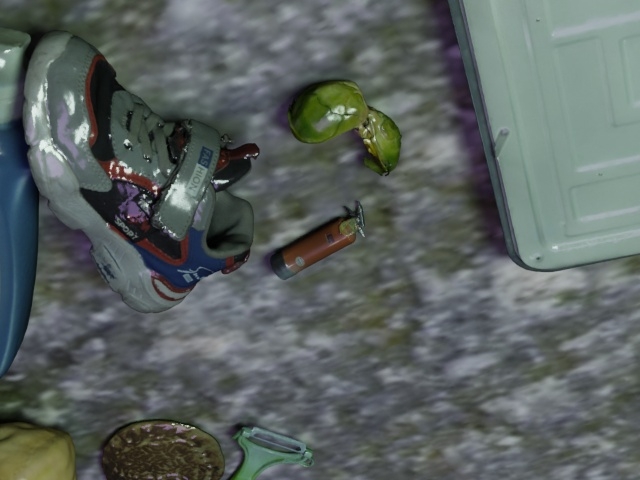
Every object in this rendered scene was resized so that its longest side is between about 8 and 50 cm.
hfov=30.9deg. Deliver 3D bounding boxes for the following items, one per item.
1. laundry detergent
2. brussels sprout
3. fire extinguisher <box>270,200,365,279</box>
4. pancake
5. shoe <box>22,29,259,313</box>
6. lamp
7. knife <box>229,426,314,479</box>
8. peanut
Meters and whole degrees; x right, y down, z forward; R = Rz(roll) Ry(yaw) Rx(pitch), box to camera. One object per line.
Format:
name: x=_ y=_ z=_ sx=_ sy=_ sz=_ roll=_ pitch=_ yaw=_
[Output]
laundry detergent: x=-0.261 y=-0.027 z=0.813 sx=0.143 sy=0.094 sz=0.289 roll=19 pitch=124 yaw=-4
brussels sprout: x=0.020 y=-0.079 z=0.788 sx=0.083 sy=0.046 sz=0.051 roll=20 pitch=123 yaw=-25
fire extinguisher: x=0.000 y=0.000 z=0.861 sx=0.083 sy=0.022 sz=0.028 roll=-29 pitch=91 yaw=23
pancake: x=-0.139 y=0.198 z=1.028 sx=0.115 sy=0.011 sz=0.115 roll=1 pitch=129 yaw=1
shoe: x=-0.107 y=-0.044 z=0.777 sx=0.126 sy=0.099 sz=0.227 roll=-8 pitch=133 yaw=19
lamp: x=0.232 y=-0.108 z=0.749 sx=0.269 sy=0.047 sz=0.266 roll=-12 pitch=125 yaw=12
knife: x=-0.071 y=0.225 z=1.039 sx=0.078 sy=0.022 sz=0.166 roll=25 pitch=124 yaw=-14
peanut: x=-0.320 y=0.269 z=1.006 sx=0.147 sy=0.147 sz=0.319 roll=35 pitch=123 yaw=-22
